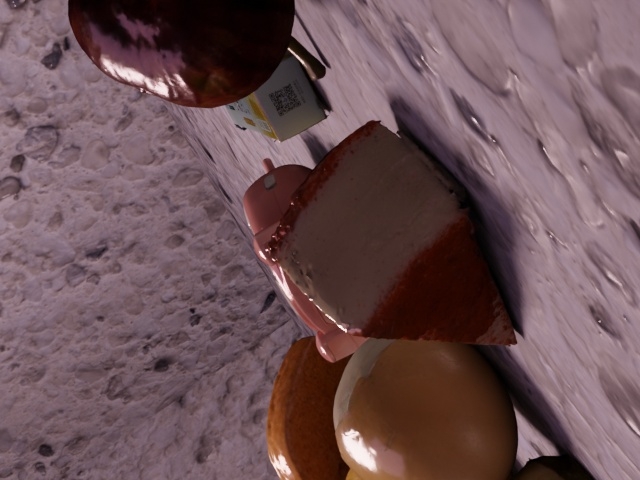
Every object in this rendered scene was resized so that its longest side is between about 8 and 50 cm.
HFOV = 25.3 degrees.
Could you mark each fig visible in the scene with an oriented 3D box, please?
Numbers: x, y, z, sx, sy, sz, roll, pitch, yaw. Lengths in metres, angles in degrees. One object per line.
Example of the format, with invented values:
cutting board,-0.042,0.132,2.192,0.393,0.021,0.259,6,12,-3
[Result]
fig,-0.106,-0.225,1.319,0.249,0.204,0.186,-34,-54,-64

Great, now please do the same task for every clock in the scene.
clock,0.000,0.000,1.844,0.227,0.142,0.241,59,-178,-29

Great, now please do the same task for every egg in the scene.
egg,0.123,0.206,1.638,0.244,0.201,0.201,38,164,43

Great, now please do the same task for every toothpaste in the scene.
toothpaste,-0.068,-0.176,1.685,0.089,0.071,0.313,61,173,-13

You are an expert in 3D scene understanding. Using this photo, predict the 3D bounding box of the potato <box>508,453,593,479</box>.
potato,0.254,0.397,1.613,0.242,0.242,0.285,52,170,29

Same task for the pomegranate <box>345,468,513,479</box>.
pomegranate,0.157,0.381,2.063,0.264,0.264,0.264,54,174,9

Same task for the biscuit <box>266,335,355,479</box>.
biscuit,0.083,0.349,2.238,0.078,0.350,0.455,-27,100,39

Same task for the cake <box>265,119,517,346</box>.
cake,0.072,0.042,1.331,0.158,0.160,0.262,46,171,39
